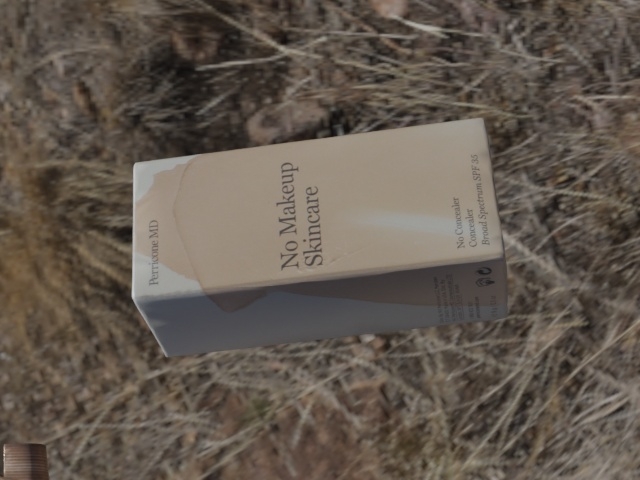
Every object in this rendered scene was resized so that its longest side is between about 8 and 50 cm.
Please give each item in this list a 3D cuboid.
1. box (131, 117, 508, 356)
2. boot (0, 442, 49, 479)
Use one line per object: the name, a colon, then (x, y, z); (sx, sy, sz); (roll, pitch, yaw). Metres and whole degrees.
box: (0.000, 0.000, 1.184); (0.311, 0.121, 0.148); (-8, 60, 4)
boot: (-0.396, 0.306, 1.506); (0.197, 0.073, 0.152); (-4, 72, 5)
